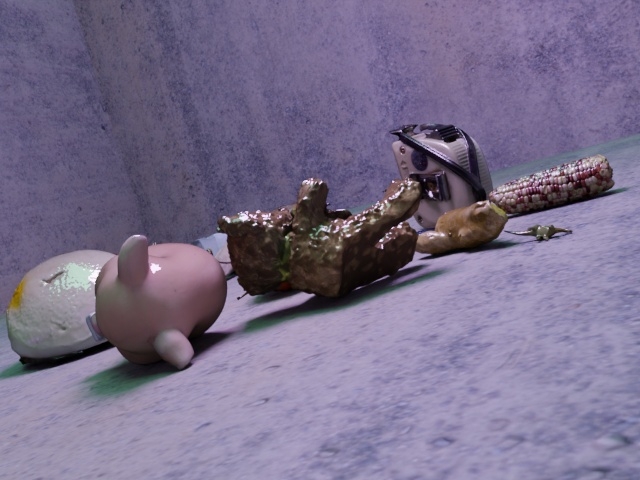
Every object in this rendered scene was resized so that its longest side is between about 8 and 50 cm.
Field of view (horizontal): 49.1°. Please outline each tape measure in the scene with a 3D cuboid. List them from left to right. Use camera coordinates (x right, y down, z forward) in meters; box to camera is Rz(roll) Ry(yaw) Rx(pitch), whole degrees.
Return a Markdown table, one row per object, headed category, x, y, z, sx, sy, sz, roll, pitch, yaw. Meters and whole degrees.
| category | x | y | z | sx | sy | sz | roll | pitch | yaw |
| --- | --- | --- | --- | --- | --- | --- | --- | --- | --- |
| tape measure | 0.290 | -0.171 | 1.681 | 0.133 | 0.271 | 0.231 | -20 | 5 | -32 |

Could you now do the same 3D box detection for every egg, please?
| category | x | y | z | sx | sy | sz | roll | pitch | yaw |
| --- | --- | --- | --- | --- | --- | --- | --- | --- | --- |
| egg | -0.489 | 0.118 | 1.453 | 0.337 | 0.201 | 0.337 | -15 | 7 | 2 |

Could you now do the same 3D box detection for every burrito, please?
| category | x | y | z | sx | sy | sz | roll | pitch | yaw |
| --- | --- | --- | --- | --- | --- | --- | --- | --- | --- |
| burrito | -0.253 | 0.042 | 1.958 | 0.059 | 0.082 | 0.275 | -35 | 7 | 32 |

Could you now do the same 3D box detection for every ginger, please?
| category | x | y | z | sx | sy | sz | roll | pitch | yaw |
| --- | --- | --- | --- | --- | --- | --- | --- | --- | --- |
| ginger | 0.268 | -0.024 | 1.274 | 0.115 | 0.081 | 0.205 | -3 | -11 | -40 |

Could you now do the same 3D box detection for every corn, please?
| category | x | y | z | sx | sy | sz | roll | pitch | yaw |
| --- | --- | --- | --- | --- | --- | --- | --- | --- | --- |
| corn | 0.489 | -0.111 | 1.487 | 0.253 | 0.086 | 0.086 | -17 | 5 | 20 |

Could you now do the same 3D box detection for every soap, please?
| category | x | y | z | sx | sy | sz | roll | pitch | yaw |
| --- | --- | --- | --- | --- | --- | --- | --- | --- | --- |
| soap | -0.343 | 0.046 | 2.123 | 0.145 | 0.091 | 0.230 | -11 | -8 | -45 |

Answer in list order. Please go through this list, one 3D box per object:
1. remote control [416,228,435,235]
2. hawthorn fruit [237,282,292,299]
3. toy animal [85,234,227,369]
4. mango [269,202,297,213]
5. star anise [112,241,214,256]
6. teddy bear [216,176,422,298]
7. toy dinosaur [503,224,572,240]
| category | x | y | z | sx | sy | sz | roll | pitch | yaw |
| --- | --- | --- | --- | --- | --- | --- | --- | --- | --- |
| remote control | 0.254 | -0.015 | 1.506 | 0.152 | 0.027 | 0.043 | -10 | 3 | 34 |
| hawthorn fruit | -0.086 | 0.040 | 1.379 | 0.163 | 0.162 | 0.203 | -14 | 20 | 21 |
| toy animal | -0.265 | 0.091 | 1.098 | 0.213 | 0.195 | 0.256 | -23 | 5 | 21 |
| mango | -0.117 | 0.000 | 1.921 | 0.193 | 0.146 | 0.316 | -13 | 20 | 40 |
| star anise | -0.443 | 0.093 | 1.821 | 0.346 | 0.148 | 0.237 | -18 | -38 | -5 |
| teddy bear | 0.006 | -0.006 | 1.189 | 0.222 | 0.246 | 0.296 | 34 | 56 | 31 |
| toy dinosaur | 0.355 | -0.013 | 1.152 | 0.113 | 0.026 | 0.041 | -3 | 4 | 28 |
